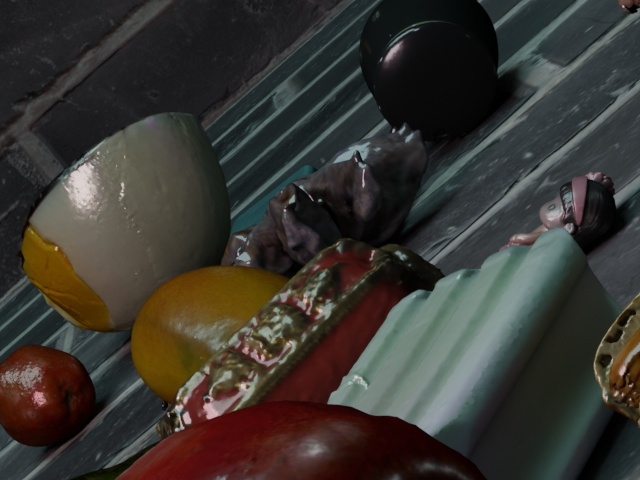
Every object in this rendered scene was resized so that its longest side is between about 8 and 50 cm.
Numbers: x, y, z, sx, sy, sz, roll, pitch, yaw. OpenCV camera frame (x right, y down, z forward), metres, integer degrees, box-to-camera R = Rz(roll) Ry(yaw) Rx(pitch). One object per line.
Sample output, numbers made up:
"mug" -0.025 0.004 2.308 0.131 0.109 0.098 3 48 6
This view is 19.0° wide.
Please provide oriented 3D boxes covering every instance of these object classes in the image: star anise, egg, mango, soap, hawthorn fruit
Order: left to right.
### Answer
"hawthorn fruit" -0.349 0.199 2.445 0.133 0.133 0.138 -46 28 -20
"egg" -0.234 0.001 2.580 0.337 0.201 0.337 -37 -15 -12
"mango" -0.073 0.101 1.852 0.175 0.139 0.254 -33 28 -30
"star anise" 0.000 0.000 2.089 0.316 0.139 0.359 -32 -2 7
"soap" 0.071 0.154 1.284 0.208 0.115 0.347 -29 17 48

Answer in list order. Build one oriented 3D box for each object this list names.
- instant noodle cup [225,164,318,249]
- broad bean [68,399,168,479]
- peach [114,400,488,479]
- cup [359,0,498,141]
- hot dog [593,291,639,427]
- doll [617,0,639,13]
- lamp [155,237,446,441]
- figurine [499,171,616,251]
"instant noodle cup" -0.045 -0.019 2.389 0.179 0.070 0.157 -36 14 17
"broad bean" -0.166 0.210 1.896 0.144 0.049 0.292 -11 17 32
"peach" -0.015 0.214 1.022 0.361 0.257 0.201 -43 8 51
"cup" 0.127 -0.186 2.289 0.176 0.169 0.223 -99 23 -68
"hot dog" 0.303 -0.012 1.185 0.337 0.100 0.135 -43 11 -4
"doll" 0.417 -0.355 1.945 0.303 0.156 0.201 -41 5 -21
"lamp" -0.005 0.121 1.518 0.274 0.177 0.177 -42 12 -18
"figurine" 0.198 -0.003 1.618 0.129 0.054 0.072 -45 -5 18
